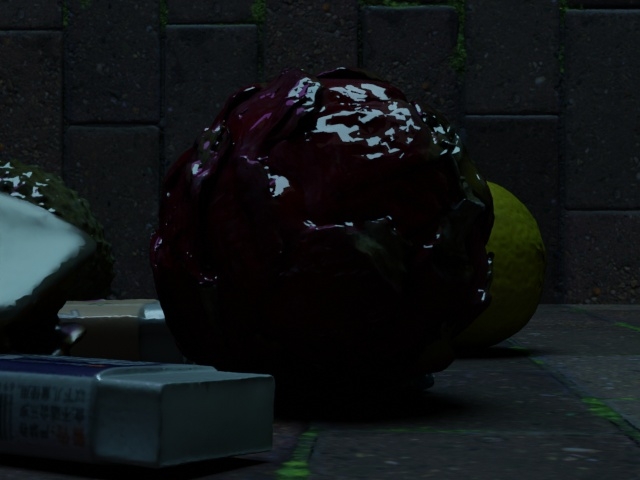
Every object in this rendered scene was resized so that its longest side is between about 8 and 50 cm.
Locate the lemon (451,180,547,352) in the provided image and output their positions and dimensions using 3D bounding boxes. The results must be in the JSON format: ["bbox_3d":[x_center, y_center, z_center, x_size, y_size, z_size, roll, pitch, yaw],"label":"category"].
[{"bbox_3d":[0.175,0.031,1.759,0.267,0.267,0.267,0,0,0],"label":"lemon"}]

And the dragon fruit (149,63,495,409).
[{"bbox_3d":[0.001,-0.001,1.186,0.329,0.329,0.329,0,0,0],"label":"dragon fruit"}]

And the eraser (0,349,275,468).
[{"bbox_3d":[-0.149,0.112,0.878,0.210,0.068,0.124,0,-4,34],"label":"eraser"}]

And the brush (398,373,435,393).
[{"bbox_3d":[0.020,0.138,1.315,0.196,0.021,0.070,0,-2,37],"label":"brush"}]

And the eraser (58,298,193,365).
[{"bbox_3d":[-0.288,0.104,1.435,0.291,0.087,0.171,0,1,1],"label":"eraser"}]

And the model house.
[{"bbox_3d":[-0.317,0.069,1.031,0.220,0.199,0.229,29,-39,11],"label":"model house"}]

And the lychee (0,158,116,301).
[{"bbox_3d":[-0.393,0.023,1.669,0.255,0.255,0.274,0,-5,41],"label":"lychee"}]
